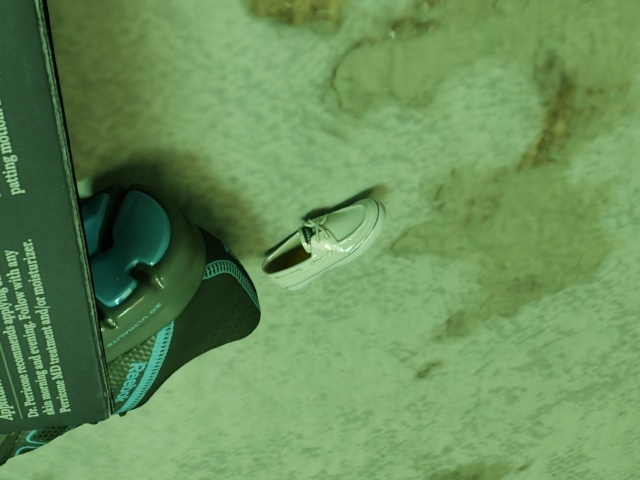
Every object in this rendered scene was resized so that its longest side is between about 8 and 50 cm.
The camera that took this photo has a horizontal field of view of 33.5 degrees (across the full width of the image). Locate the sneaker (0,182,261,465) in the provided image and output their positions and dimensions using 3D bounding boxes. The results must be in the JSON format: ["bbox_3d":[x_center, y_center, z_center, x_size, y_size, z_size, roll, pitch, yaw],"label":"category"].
[{"bbox_3d":[-0.193,0.102,0.712,0.341,0.125,0.140,-30,145,17],"label":"sneaker"}]

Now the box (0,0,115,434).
[{"bbox_3d":[-0.269,-0.057,0.449,0.313,0.179,0.343,-9,140,-13],"label":"box"}]

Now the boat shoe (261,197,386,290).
[{"bbox_3d":[0.000,0.000,0.742,0.100,0.035,0.035,-33,142,26],"label":"boat shoe"}]
